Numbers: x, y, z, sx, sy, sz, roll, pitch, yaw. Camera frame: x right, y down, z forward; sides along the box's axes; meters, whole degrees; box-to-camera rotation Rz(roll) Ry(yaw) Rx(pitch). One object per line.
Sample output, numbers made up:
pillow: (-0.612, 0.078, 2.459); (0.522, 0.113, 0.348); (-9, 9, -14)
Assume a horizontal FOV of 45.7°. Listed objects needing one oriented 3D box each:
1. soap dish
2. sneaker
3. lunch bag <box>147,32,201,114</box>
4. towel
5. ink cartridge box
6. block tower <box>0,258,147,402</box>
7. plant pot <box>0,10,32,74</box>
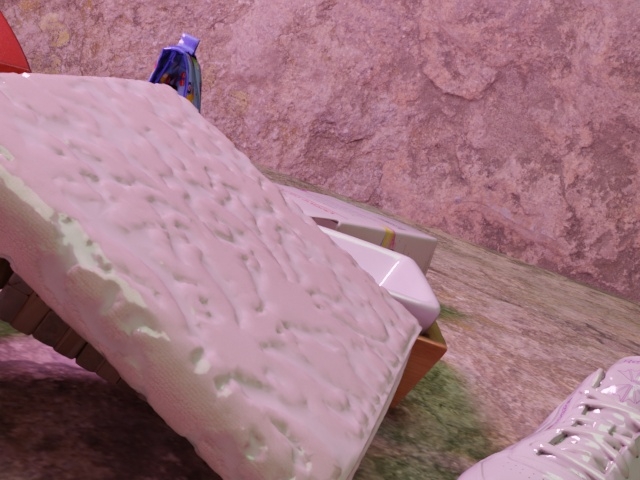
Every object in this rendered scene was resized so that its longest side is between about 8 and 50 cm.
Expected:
soap dish: (0.002, 0.062, 0.822); (0.228, 0.118, 0.291); (18, 9, -2)
sneaker: (0.188, 0.154, 0.558); (0.114, 0.152, 0.305); (27, 13, 32)
lunch bag: (-0.240, -0.178, 1.194); (0.138, 0.293, 0.221); (18, 9, -6)
towel: (-0.081, 0.008, 0.534); (0.332, 0.053, 0.317); (43, 18, 5)
ink cartridge box: (0.000, 0.000, 1.182); (0.207, 0.119, 0.353); (27, 11, 38)
block tower: (-0.217, -0.009, 0.538); (0.335, 0.091, 0.097); (34, 19, -18)
plant pot: (-0.534, -0.204, 0.961); (0.235, 0.267, 0.267); (37, 16, 23)
